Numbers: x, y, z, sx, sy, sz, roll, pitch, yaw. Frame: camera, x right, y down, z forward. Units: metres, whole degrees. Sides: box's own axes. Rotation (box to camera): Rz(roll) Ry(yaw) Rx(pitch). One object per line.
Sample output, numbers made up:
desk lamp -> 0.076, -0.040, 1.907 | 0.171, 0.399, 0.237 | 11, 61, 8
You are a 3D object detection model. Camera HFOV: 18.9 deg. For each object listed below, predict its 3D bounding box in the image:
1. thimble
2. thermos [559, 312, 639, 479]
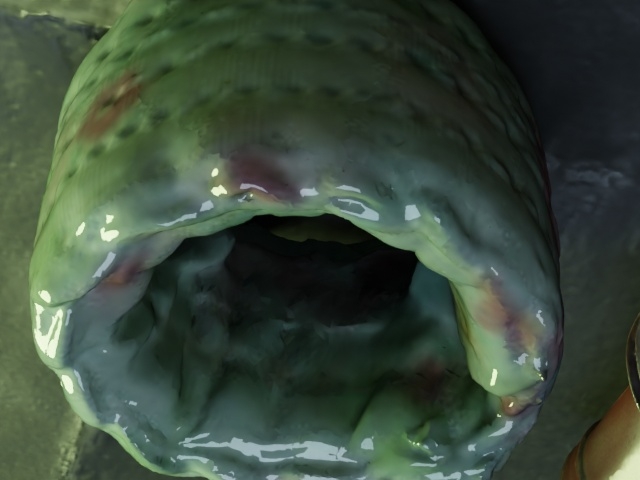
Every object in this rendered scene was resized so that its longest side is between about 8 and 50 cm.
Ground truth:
thimble -> 0.000, 0.000, 0.738 | 0.211, 0.149, 0.185 | 30, 126, -22
thermos -> 0.197, 0.048, 0.804 | 0.124, 0.099, 0.232 | -9, 143, -39
